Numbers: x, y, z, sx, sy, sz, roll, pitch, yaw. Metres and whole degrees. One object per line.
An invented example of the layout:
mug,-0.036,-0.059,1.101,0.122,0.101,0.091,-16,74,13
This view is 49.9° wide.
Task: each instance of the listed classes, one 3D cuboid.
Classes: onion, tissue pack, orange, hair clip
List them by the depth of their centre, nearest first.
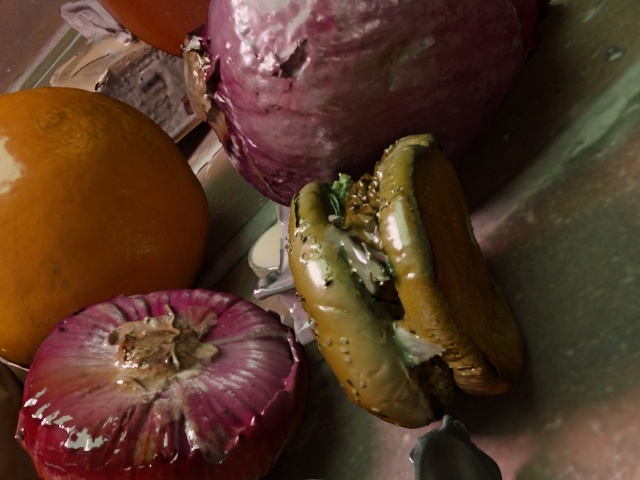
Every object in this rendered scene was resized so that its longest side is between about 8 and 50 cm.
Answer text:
onion,0.077,-0.125,0.542,0.267,0.348,0.159,114,138,-69
onion,-0.115,0.139,0.549,0.230,0.163,0.230,-2,33,1
hair clip,0.003,0.000,0.601,0.159,0.071,0.218,-22,26,11
orange,-0.274,-0.013,0.748,0.312,0.312,0.312,-30,39,28
tissue pack,-0.303,-0.286,1.087,0.238,0.238,0.305,-56,34,-7

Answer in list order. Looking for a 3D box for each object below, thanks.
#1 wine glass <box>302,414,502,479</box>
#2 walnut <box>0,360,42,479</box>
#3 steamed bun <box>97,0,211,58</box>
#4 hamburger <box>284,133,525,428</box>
wine glass,-0.001,0.190,0.412,0.222,0.103,0.103,-30,39,27
walnut,-0.381,0.238,0.669,0.296,0.285,0.285,110,172,-54
steamed bun,-0.084,-0.352,0.832,0.379,0.248,0.235,-12,24,23
hamburger,0.046,0.025,0.436,0.113,0.185,0.177,-20,59,28
